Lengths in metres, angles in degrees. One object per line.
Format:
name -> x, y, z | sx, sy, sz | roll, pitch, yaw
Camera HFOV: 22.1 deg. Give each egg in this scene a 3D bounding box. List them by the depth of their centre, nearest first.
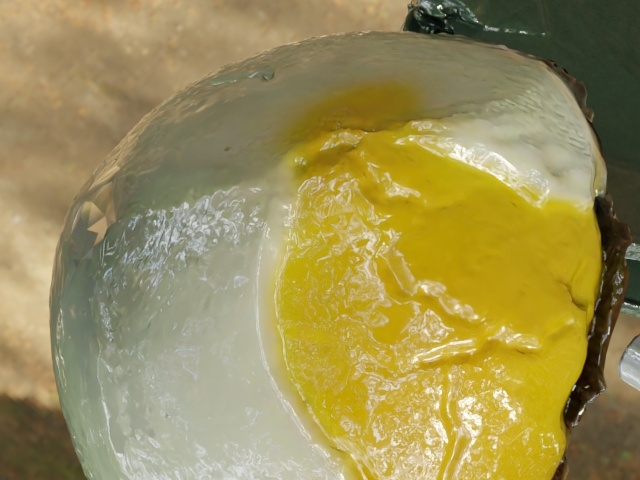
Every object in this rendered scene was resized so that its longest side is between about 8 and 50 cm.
egg -> -0.027, 0.027, 0.782 | 0.201, 0.337, 0.337 | 27, 155, -31

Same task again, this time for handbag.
handbag -> 0.180, -0.060, 0.949 | 0.260, 0.247, 0.079 | 9, 135, -17

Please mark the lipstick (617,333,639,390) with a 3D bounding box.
lipstick -> 0.256, 0.106, 1.048 | 0.141, 0.040, 0.040 | 33, 151, 39
